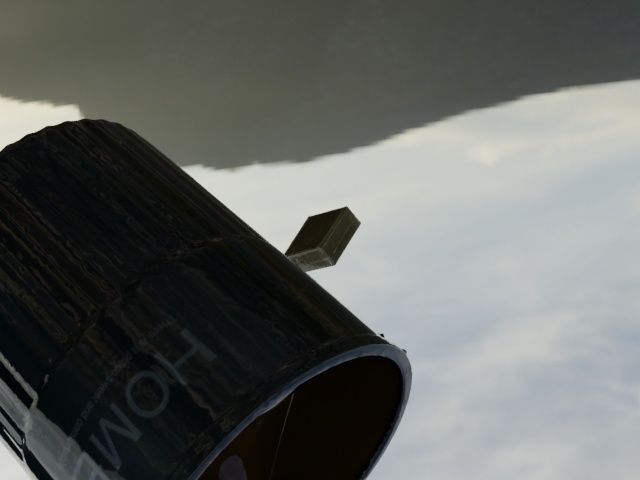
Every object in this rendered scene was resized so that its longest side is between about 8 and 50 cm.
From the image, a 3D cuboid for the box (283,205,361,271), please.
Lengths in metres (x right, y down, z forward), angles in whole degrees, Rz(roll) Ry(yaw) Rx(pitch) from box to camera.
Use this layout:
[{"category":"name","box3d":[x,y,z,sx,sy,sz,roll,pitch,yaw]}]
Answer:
[{"category":"box","box3d":[0.000,0.000,1.676,0.083,0.035,0.079,-14,-145,47]}]

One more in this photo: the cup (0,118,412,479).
[{"category":"cup","box3d":[-0.136,0.104,0.935,0.292,0.308,0.242,42,-154,26]}]
